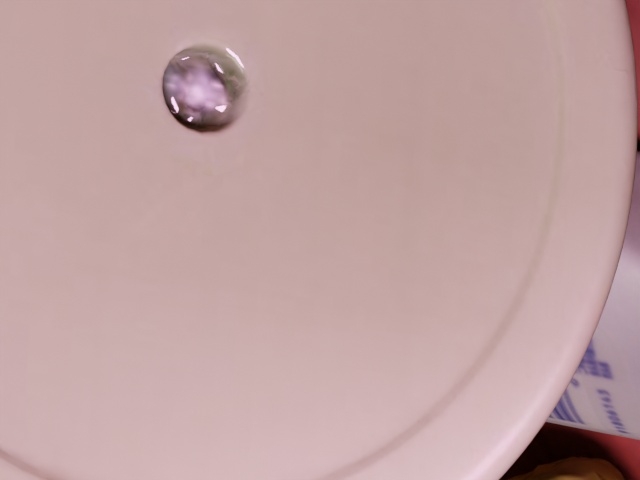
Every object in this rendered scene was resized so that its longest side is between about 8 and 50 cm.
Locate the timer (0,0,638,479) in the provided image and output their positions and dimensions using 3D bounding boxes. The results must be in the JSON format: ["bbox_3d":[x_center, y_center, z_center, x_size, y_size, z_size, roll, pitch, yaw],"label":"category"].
[{"bbox_3d":[-0.099,-0.036,0.649,0.291,0.291,0.315,42,161,-20],"label":"timer"}]

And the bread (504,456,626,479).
[{"bbox_3d":[0.047,0.279,0.866,0.308,0.348,0.348,63,149,6],"label":"bread"}]

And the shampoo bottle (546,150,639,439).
[{"bbox_3d":[0.000,0.000,0.779,0.359,0.078,0.134,9,139,33],"label":"shampoo bottle"}]
